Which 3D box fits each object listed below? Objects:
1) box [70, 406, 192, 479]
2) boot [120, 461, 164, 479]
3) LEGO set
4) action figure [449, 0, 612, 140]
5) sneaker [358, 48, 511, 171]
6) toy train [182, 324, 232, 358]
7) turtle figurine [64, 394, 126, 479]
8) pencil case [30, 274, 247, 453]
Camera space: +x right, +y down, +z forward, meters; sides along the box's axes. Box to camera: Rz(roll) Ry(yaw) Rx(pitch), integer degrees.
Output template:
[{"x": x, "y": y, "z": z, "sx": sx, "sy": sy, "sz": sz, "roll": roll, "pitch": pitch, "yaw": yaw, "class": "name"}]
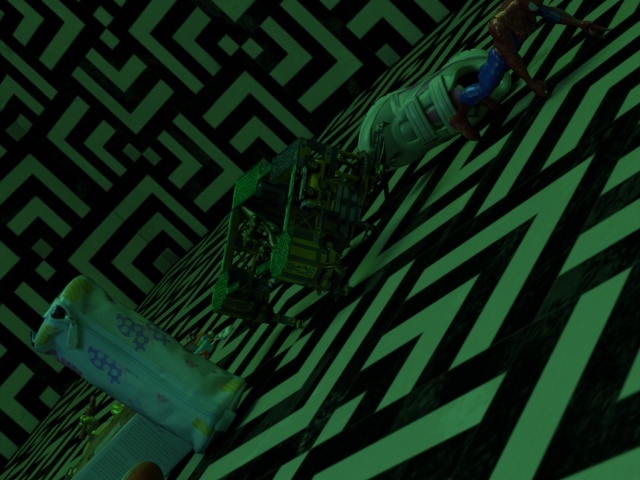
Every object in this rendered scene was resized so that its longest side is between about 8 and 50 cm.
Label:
[{"x": -0.243, "y": 0.277, "z": 1.810, "sx": 0.170, "sy": 0.091, "sz": 0.130, "roll": -46, "pitch": 8, "yaw": 12, "class": "box"}, {"x": -0.207, "y": 0.313, "z": 1.582, "sx": 0.085, "sy": 0.059, "sz": 0.158, "roll": -40, "pitch": 19, "yaw": 27, "class": "boot"}, {"x": 0.000, "y": 0.000, "z": 1.797, "sx": 0.331, "sy": 0.192, "sz": 0.254, "roll": 139, "pitch": 141, "yaw": -56, "class": "LEGO set"}, {"x": 0.259, "y": -0.212, "z": 1.645, "sx": 0.091, "sy": 0.139, "sz": 0.280, "roll": -54, "pitch": -12, "yaw": -26, "class": "action figure"}, {"x": 0.162, "y": -0.187, "z": 1.847, "sx": 0.252, "sy": 0.103, "sz": 0.111, "roll": -38, "pitch": 11, "yaw": -8, "class": "sneaker"}, {"x": -0.220, "y": 0.184, "z": 2.315, "sx": 0.125, "sy": 0.046, "sz": 0.166, "roll": -51, "pitch": 9, "yaw": -28, "class": "toy train"}, {"x": -0.367, "y": 0.343, "z": 2.156, "sx": 0.217, "sy": 0.087, "sz": 0.269, "roll": -55, "pitch": 19, "yaw": -22, "class": "turtle figurine"}, {"x": -0.226, "y": 0.155, "z": 1.665, "sx": 0.113, "sy": 0.273, "sz": 0.124, "roll": -57, "pitch": 0, "yaw": -22, "class": "pencil case"}]
